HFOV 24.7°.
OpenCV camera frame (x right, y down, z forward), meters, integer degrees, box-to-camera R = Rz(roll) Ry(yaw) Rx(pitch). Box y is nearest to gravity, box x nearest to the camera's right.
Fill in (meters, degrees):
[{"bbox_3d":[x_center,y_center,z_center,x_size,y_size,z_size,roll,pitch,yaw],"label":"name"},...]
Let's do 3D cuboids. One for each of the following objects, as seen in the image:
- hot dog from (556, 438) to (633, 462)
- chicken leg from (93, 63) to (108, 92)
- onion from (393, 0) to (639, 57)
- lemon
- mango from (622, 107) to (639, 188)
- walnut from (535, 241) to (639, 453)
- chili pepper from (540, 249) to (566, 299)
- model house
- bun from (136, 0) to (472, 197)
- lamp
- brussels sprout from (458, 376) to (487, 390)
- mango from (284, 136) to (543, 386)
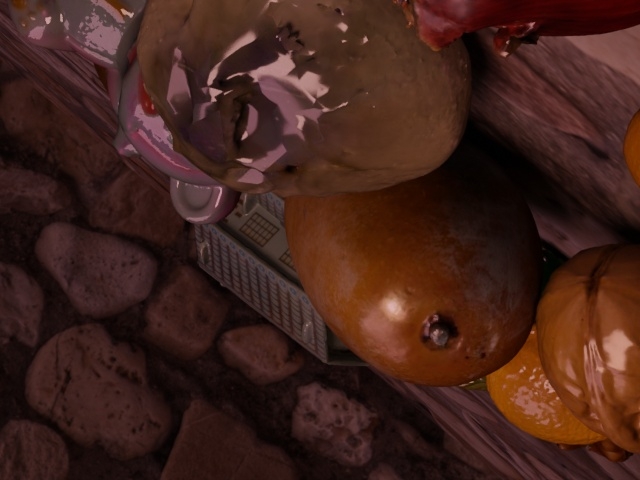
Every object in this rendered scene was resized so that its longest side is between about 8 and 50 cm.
[{"bbox_3d":[0.315,0.203,1.711,0.115,0.072,0.269,8,162,13],"label":"hot dog"},{"bbox_3d":[-0.157,-0.195,1.569,0.322,0.177,0.083,41,-152,7],"label":"chicken leg"},{"bbox_3d":[0.080,-0.186,0.668,0.248,0.161,0.248,28,148,20],"label":"onion"},{"bbox_3d":[0.255,0.138,1.494,0.187,0.142,0.142,21,165,19],"label":"lemon"},{"bbox_3d":[0.291,0.025,0.798,0.295,0.120,0.177,37,150,-2],"label":"mango"},{"bbox_3d":[0.262,0.091,1.202,0.159,0.159,0.206,31,161,47],"label":"walnut"},{"bbox_3d":[0.270,0.077,1.396,0.216,0.062,0.108,41,139,19],"label":"chili pepper"},{"bbox_3d":[0.000,0.000,1.648,0.224,0.215,0.198,35,168,33],"label":"model house"},{"bbox_3d":[-0.023,-0.129,1.131,0.273,0.168,0.273,19,142,15],"label":"bun"},{"bbox_3d":[-0.119,-0.186,1.379,0.301,0.247,0.247,45,-157,17],"label":"lamp"},{"bbox_3d":[0.188,0.097,1.653,0.152,0.122,0.149,2,-157,-37],"label":"brussels sprout"},{"bbox_3d":[0.078,-0.008,1.317,0.222,0.198,0.384,8,-160,-12],"label":"mango"}]
